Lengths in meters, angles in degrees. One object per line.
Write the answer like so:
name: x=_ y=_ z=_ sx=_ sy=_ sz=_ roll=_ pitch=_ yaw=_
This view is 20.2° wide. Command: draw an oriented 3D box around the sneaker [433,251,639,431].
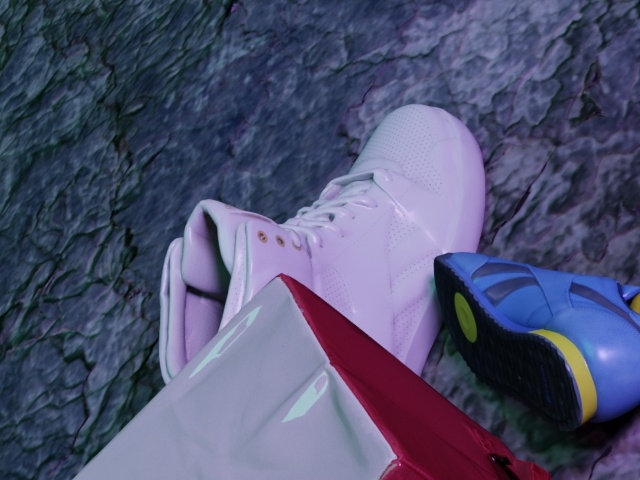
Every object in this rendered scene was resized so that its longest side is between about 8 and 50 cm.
sneaker: x=0.133 y=0.048 z=1.028 sx=0.082 sy=0.069 sz=0.209 roll=-21 pitch=21 yaw=-16

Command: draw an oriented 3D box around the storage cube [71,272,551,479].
storage cube: x=0.006 y=0.167 z=0.930 sx=0.215 sy=0.193 sz=0.183 roll=-46 pitch=34 yaw=8

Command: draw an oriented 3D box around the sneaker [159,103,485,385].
sneaker: x=0.000 y=0.000 z=1.120 sx=0.108 sy=0.169 sz=0.292 roll=-15 pitch=46 yaw=43
